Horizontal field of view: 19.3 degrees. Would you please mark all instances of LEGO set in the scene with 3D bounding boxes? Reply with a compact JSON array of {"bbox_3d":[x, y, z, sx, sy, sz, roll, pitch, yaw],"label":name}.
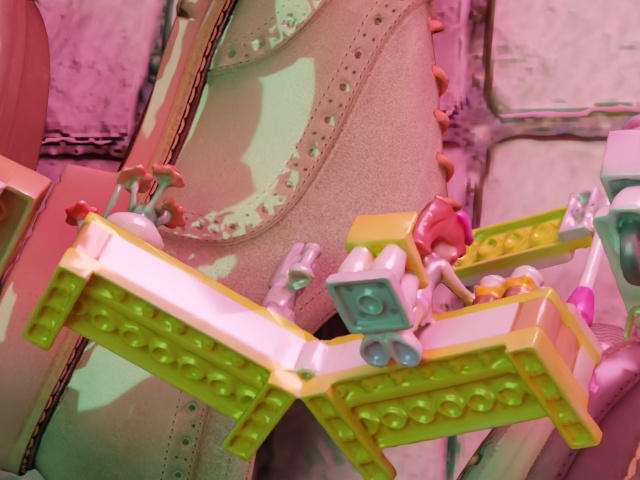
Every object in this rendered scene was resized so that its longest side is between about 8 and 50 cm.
[{"bbox_3d":[0.000,0.000,0.658,0.287,0.132,0.107,4,43,20],"label":"LEGO set"}]

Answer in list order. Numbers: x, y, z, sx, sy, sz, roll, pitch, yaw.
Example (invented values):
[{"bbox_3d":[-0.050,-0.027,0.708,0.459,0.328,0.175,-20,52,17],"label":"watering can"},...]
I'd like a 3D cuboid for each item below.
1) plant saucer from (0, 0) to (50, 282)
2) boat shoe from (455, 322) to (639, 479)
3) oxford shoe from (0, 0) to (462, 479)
[{"bbox_3d":[-0.191,-0.004,0.832,0.278,0.041,0.278,-41,37,41],"label":"plant saucer"},{"bbox_3d":[0.063,0.206,0.681,0.130,0.132,0.355,24,88,6],"label":"boat shoe"},{"bbox_3d":[0.003,-0.059,0.772,0.146,0.140,0.397,29,92,1],"label":"oxford shoe"}]
